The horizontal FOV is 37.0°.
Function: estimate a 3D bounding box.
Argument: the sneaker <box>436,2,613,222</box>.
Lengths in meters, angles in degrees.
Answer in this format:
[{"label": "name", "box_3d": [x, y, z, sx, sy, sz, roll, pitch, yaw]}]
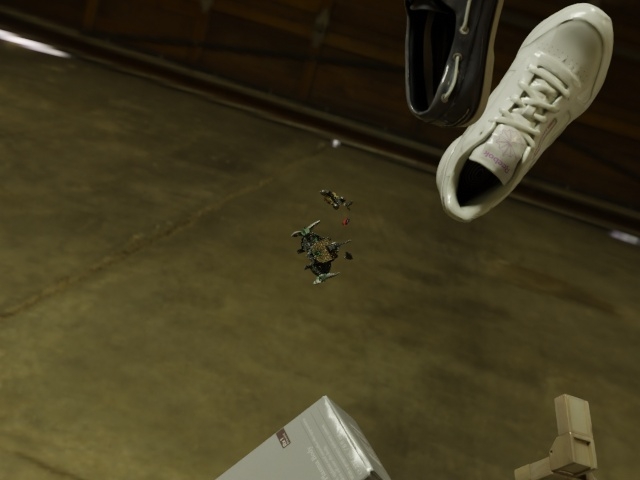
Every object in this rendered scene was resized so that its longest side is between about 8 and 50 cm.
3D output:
[{"label": "sneaker", "box_3d": [0.251, -0.141, 1.153, 0.114, 0.305, 0.152, 33, 23, -3]}]

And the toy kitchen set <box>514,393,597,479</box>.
[{"label": "toy kitchen set", "box_3d": [0.252, 0.215, 0.988, 0.068, 0.083, 0.075, 21, 52, -26]}]

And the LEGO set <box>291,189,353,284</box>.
[{"label": "LEGO set", "box_3d": [0.002, 0.000, 0.785, 0.054, 0.083, 0.023, 40, -30, -14]}]

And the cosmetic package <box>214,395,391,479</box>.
[{"label": "cosmetic package", "box_3d": [-0.041, 0.312, 1.128, 0.127, 0.238, 0.107, 53, 1, 40]}]

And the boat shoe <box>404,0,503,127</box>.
[{"label": "boat shoe", "box_3d": [0.103, -0.194, 0.774, 0.065, 0.206, 0.075, -8, 13, -43]}]
